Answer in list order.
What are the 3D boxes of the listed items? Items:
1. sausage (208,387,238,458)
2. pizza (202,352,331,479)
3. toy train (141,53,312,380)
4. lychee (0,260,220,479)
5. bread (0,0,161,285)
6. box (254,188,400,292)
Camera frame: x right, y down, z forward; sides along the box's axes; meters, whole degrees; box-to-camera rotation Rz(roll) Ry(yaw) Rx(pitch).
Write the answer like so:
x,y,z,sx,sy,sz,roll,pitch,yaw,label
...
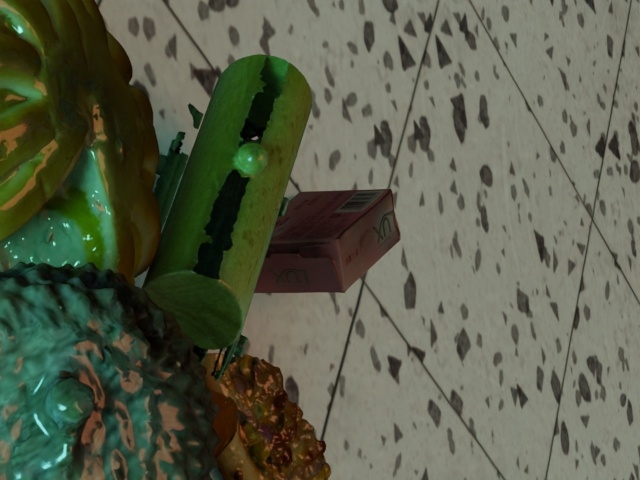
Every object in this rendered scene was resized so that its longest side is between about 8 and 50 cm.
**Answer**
x,y,z,sx,sy,sz,roll,pitch,yaw,label
-0.148,0.231,1.522,0.103,0.076,0.302,61,35,-31,sausage
-0.049,0.189,1.730,0.246,0.058,0.127,67,32,-29,pizza
-0.098,-0.020,1.562,0.189,0.126,0.307,102,4,-51,toy train
-0.197,0.142,1.277,0.255,0.274,0.255,4,77,-16,lychee
-0.228,-0.084,1.376,0.333,0.160,0.333,28,58,-57,bread
0.000,0.000,1.812,0.156,0.111,0.060,-38,124,-56,box
